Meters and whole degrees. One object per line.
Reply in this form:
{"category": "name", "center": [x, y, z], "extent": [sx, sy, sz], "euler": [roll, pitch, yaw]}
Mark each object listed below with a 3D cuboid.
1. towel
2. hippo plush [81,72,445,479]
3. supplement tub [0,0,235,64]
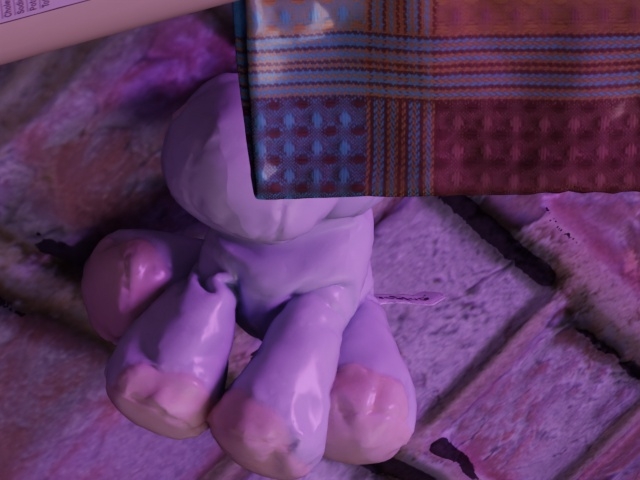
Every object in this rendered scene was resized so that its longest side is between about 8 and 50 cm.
{"category": "towel", "center": [0.078, -0.196, 0.941], "extent": [0.040, 0.271, 0.370], "euler": [-67, 154, -67]}
{"category": "hippo plush", "center": [0.000, 0.000, 1.245], "extent": [0.294, 0.234, 0.236], "euler": [-18, 144, -35]}
{"category": "supplement tub", "center": [-0.145, -0.188, 0.776], "extent": [0.325, 0.235, 0.235], "euler": [-17, 145, -13]}
